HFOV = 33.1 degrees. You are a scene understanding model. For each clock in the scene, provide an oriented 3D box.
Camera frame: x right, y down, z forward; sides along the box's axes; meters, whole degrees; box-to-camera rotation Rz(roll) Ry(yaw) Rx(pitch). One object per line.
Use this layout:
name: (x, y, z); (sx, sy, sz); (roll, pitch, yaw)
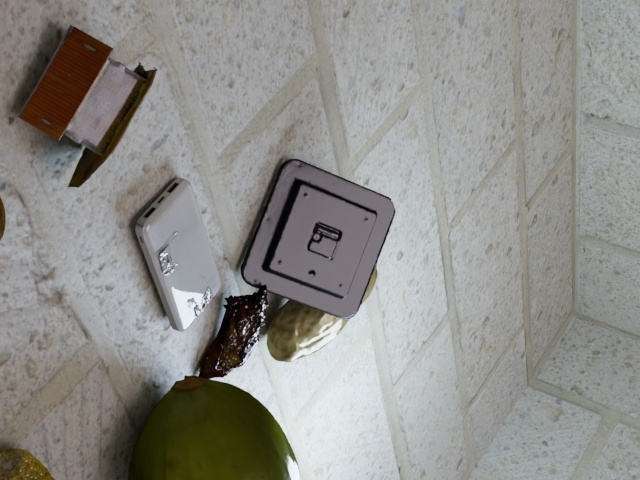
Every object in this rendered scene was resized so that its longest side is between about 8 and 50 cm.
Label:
clock: (0.000, 0.000, 2.192); (0.279, 0.049, 0.273); (21, 89, -24)

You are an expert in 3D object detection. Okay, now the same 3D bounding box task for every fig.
fig: (-0.205, 0.428, 2.018); (0.343, 0.343, 0.343); (-37, 137, -43)

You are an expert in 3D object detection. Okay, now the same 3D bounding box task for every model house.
model house: (-0.359, -0.196, 1.568); (0.136, 0.207, 0.219); (32, 90, -24)

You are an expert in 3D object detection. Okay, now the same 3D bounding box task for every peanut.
peanut: (0.001, 0.131, 2.325); (0.325, 0.153, 0.140); (-47, 142, -18)

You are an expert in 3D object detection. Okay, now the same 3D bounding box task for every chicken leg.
chicken leg: (-0.170, 0.188, 2.145); (0.105, 0.063, 0.233); (17, 105, -27)

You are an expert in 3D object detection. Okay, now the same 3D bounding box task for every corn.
corn: (-0.467, 0.457, 1.808); (0.101, 0.102, 0.310); (-45, 141, -35)

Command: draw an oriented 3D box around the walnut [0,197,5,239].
walnut: (-0.500, -0.014, 1.408); (0.184, 0.156, 0.155); (-65, 151, -18)

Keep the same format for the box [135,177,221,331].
box: (-0.252, 0.030, 1.946); (0.142, 0.044, 0.285); (-51, 145, -33)
